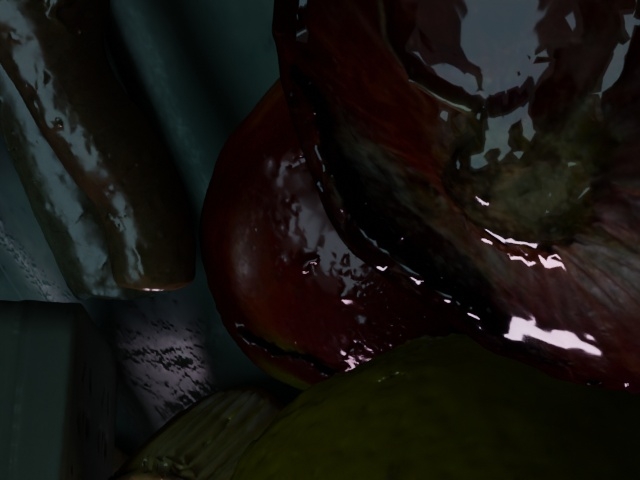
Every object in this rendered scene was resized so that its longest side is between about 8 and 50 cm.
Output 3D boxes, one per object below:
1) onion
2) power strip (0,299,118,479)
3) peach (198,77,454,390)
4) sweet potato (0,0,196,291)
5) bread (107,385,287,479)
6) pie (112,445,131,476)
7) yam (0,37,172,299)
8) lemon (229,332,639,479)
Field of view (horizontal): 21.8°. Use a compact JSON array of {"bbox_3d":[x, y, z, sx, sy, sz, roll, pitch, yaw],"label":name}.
[{"bbox_3d":[0.118,-0.077,0.595,0.276,0.276,0.276,31,136,36],"label":"onion"},{"bbox_3d":[-0.218,0.187,1.153,0.229,0.141,0.261,84,-173,-75],"label":"power strip"},{"bbox_3d":[-0.003,0.003,0.956,0.189,0.068,0.279,35,138,31],"label":"peach"},{"bbox_3d":[-0.160,-0.150,0.972,0.109,0.109,0.385,-19,87,55],"label":"sweet potato"},{"bbox_3d":[-0.060,0.171,1.116,0.132,0.114,0.190,52,155,-5],"label":"bread"},{"bbox_3d":[-0.162,0.261,1.360,0.185,0.052,0.218,-23,98,54],"label":"pie"},{"bbox_3d":[-0.167,-0.081,1.086,0.093,0.093,0.259,-6,109,54],"label":"yam"},{"bbox_3d":[0.081,0.171,0.814,0.310,0.253,0.253,-15,103,38],"label":"lemon"}]
